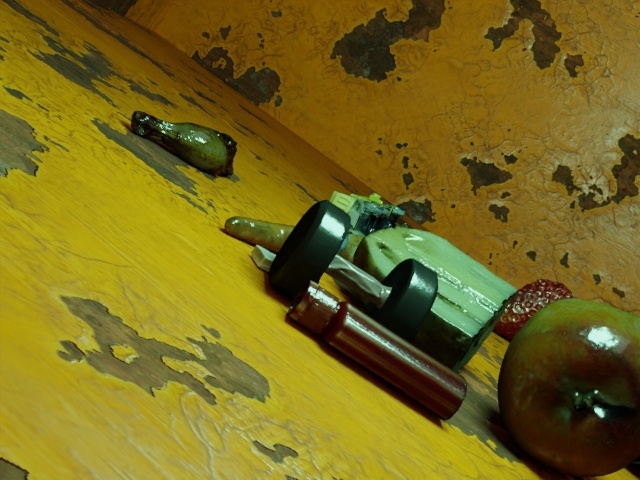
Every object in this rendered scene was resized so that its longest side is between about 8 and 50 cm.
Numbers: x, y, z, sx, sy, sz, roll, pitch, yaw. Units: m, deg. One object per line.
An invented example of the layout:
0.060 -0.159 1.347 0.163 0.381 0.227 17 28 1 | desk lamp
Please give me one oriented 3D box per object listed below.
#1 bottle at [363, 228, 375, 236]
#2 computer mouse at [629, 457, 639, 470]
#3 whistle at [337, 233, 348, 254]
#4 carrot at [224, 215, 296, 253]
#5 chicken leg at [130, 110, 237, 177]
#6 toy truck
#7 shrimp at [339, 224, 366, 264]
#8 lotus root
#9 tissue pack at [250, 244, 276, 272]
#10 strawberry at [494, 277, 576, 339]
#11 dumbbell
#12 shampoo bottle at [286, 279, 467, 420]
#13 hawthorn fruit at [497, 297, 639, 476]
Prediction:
0.175 0.065 2.116 0.244 0.082 0.072 34 -17 -21 | bottle
0.636 0.405 1.935 0.137 0.096 0.233 31 13 6 | computer mouse
0.000 0.000 1.848 0.090 0.090 0.158 38 47 21 | whistle
-0.088 -0.009 1.625 0.061 0.061 0.210 41 16 34 | carrot
-0.257 -0.200 1.956 0.177 0.083 0.322 27 6 8 | chicken leg
0.080 -0.050 2.233 0.157 0.124 0.272 27 9 18 | toy truck
0.148 0.075 1.973 0.287 0.068 0.185 34 11 -19 | shrimp
0.167 0.102 1.682 0.260 0.149 0.267 33 26 15 | lotus root
-0.056 0.046 1.520 0.108 0.023 0.056 30 10 -27 | tissue pack
0.527 0.188 2.451 0.244 0.205 0.205 4 25 -31 | strawberry
0.049 0.057 1.437 0.218 0.152 0.152 33 9 -10 | dumbbell
0.077 0.148 1.336 0.260 0.064 0.102 34 9 -7 | shampoo bottle
0.395 0.232 1.470 0.268 0.267 0.301 37 19 14 | hawthorn fruit
